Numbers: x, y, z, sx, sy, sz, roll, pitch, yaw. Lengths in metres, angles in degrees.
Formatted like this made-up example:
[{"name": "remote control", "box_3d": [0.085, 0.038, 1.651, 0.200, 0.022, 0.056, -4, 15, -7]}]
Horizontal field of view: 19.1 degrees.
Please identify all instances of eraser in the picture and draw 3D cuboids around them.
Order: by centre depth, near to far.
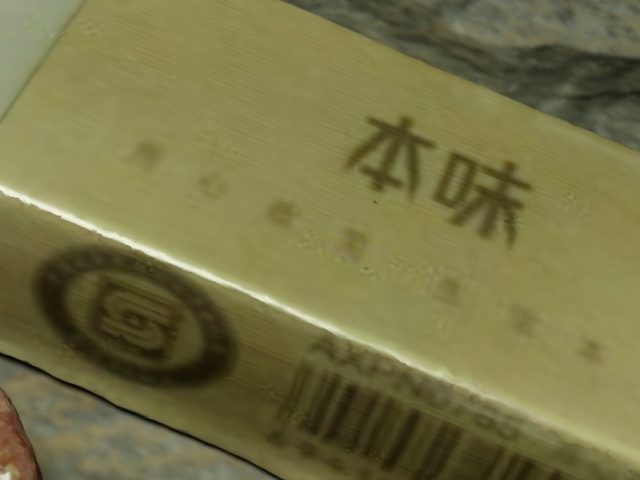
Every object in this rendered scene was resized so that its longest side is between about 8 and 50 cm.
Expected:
[{"name": "eraser", "box_3d": [0.000, 0.000, 0.639, 0.343, 0.078, 0.144, 23, 46, 1]}]

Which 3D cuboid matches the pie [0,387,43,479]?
[{"name": "pie", "box_3d": [-0.165, 0.084, 0.527, 0.182, 0.049, 0.182, 9, 54, -13]}]
